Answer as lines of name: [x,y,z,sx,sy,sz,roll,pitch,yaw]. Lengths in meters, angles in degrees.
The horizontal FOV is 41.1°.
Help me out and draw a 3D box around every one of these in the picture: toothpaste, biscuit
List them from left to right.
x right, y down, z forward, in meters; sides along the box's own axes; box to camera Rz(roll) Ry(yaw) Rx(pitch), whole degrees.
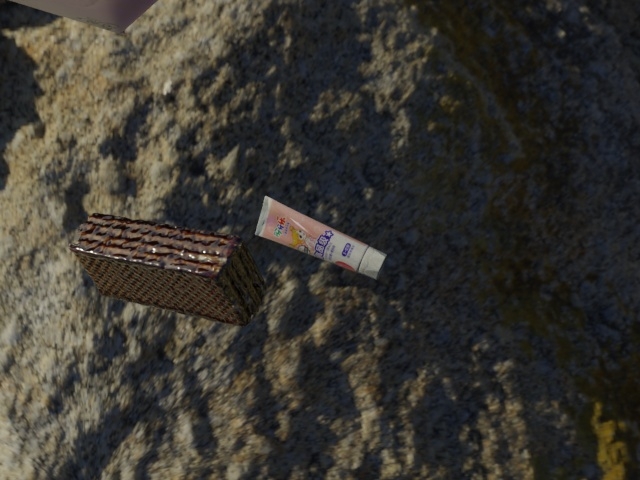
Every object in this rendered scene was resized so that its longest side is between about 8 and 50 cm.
biscuit: [-0.196,0.033,1.071,0.252,0.106,0.070,10,53,27]
toothpaste: [0.000,0.000,1.230,0.195,0.067,0.043,23,30,10]

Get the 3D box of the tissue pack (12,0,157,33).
tissue pack: [-0.246,-0.258,0.673,0.246,0.148,0.092,12,80,-28]
